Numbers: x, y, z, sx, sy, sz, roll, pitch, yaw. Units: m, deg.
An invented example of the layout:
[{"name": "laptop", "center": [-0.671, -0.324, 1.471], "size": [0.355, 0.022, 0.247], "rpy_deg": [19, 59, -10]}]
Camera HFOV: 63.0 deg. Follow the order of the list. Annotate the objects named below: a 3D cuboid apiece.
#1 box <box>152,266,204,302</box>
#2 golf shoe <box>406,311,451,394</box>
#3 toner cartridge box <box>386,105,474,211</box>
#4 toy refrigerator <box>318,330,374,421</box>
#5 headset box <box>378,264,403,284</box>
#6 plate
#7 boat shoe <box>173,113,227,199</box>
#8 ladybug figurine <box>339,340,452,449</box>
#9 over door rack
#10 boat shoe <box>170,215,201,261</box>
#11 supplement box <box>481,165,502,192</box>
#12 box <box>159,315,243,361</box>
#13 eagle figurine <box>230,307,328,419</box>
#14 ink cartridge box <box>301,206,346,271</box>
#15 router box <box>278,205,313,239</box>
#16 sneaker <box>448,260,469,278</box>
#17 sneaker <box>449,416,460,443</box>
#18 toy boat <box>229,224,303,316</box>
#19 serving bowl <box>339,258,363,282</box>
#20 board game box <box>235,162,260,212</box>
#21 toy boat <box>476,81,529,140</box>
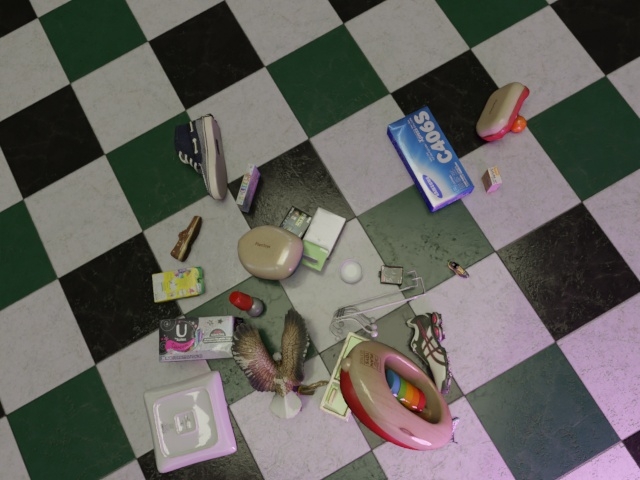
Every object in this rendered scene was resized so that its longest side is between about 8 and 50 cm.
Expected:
[{"name": "box", "center": [-0.502, 0.156, 1.861], "size": [0.179, 0.043, 0.105], "rpy_deg": [-10, 77, 5]}, {"name": "golf shoe", "center": [0.360, 0.370, 1.708], "size": [0.120, 0.105, 0.272], "rpy_deg": [-10, 59, 9]}, {"name": "toner cartridge box", "center": [0.389, -0.292, 1.871], "size": [0.165, 0.075, 0.347], "rpy_deg": [-27, 77, 0]}, {"name": "toy refrigerator", "center": [0.092, 0.444, 1.722], "size": [0.102, 0.094, 0.269], "rpy_deg": [22, 81, 9]}, {"name": "headset box", "center": [0.242, 0.120, 1.813], "size": [0.083, 0.032, 0.062], "rpy_deg": [6, 78, 4]}, {"name": "plate", "center": [-0.447, 0.608, 1.755], "size": [0.278, 0.045, 0.277], "rpy_deg": [-16, 77, 1]}, {"name": "boat shoe", "center": [-0.444, -0.293, 1.925], "size": [0.158, 0.127, 0.340], "rpy_deg": [-13, 69, 8]}, {"name": "ladybug figurine", "center": [0.216, 0.482, 1.594], "size": [0.449, 0.305, 0.162], "rpy_deg": [39, 120, -20]}, {"name": "over door rack", "center": [0.189, 0.219, 1.676], "size": [0.324, 0.239, 0.108], "rpy_deg": [-28, 90, 5]}, {"name": "boat shoe", "center": [-0.485, -0.013, 1.885], "size": [0.060, 0.064, 0.178], "rpy_deg": [23, 83, 7]}, {"name": "supplement box", "center": [0.597, -0.211, 1.824], "size": [0.036, 0.098, 0.062], "rpy_deg": [-14, 76, 2]}, {"name": "box", "center": [-0.395, 0.327, 1.750], "size": [0.247, 0.163, 0.142], "rpy_deg": [-5, 78, 3]}, {"name": "eagle figurine", "center": [-0.135, 0.397, 1.689], "size": [0.225, 0.298, 0.226], "rpy_deg": [9, 35, 44]}, {"name": "ink cartridge box", "center": [0.000, 0.000, 1.843], "size": [0.109, 0.062, 0.209], "rpy_deg": [24, 81, 9]}, {"name": "router box", "center": [-0.092, -0.051, 1.874], "size": [0.092, 0.038, 0.122], "rpy_deg": [30, 81, 10]}, {"name": "sneaker", "center": [0.475, 0.101, 1.796], "size": [0.083, 0.035, 0.031], "rpy_deg": [37, 84, 11]}, {"name": "sneaker", "center": [0.425, 0.622, 1.687], "size": [0.098, 0.038, 0.069], "rpy_deg": [-38, 79, 5]}, {"name": "toy boat", "center": [-0.197, 0.102, 1.799], "size": [0.267, 0.148, 0.318], "rpy_deg": [19, 78, 36]}, {"name": "serving bowl", "center": [0.107, 0.108, 1.829], "size": [0.083, 0.027, 0.083], "rpy_deg": [-1, 78, 5]}, {"name": "board game box", "center": [-0.260, -0.188, 1.885], "size": [0.026, 0.103, 0.154], "rpy_deg": [14, 79, 8]}, {"name": "toy boat", "center": [0.673, -0.444, 1.866], "size": [0.151, 0.151, 0.231], "rpy_deg": [31, 81, -20]}]
